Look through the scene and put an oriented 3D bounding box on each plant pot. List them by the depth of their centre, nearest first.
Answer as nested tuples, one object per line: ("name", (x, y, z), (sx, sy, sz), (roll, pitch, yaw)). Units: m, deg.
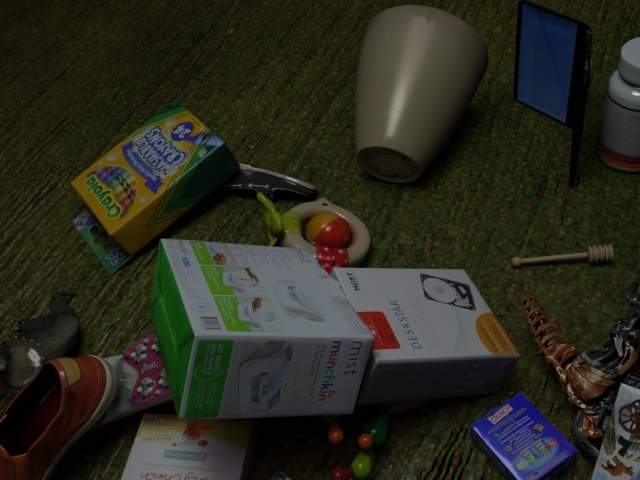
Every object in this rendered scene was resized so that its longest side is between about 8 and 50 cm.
("plant pot", (0.169, -0.259, 1.314), (0.256, 0.256, 0.274), (10, 67, 20))

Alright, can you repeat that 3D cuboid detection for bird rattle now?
("bird rattle", (0.000, 0.000, 1.172), (0.253, 0.143, 0.207), (31, 44, 30))

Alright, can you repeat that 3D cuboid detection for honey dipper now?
("honey dipper", (0.398, 0.029, 1.123), (0.161, 0.030, 0.030), (-7, 47, 9))

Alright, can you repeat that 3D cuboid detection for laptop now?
("laptop", (0.418, -0.276, 1.261), (0.137, 0.234, 0.264), (6, 49, 18))

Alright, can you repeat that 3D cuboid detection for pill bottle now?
("pill bottle", (0.566, -0.238, 1.202), (0.121, 0.221, 0.121), (-6, 47, 6))

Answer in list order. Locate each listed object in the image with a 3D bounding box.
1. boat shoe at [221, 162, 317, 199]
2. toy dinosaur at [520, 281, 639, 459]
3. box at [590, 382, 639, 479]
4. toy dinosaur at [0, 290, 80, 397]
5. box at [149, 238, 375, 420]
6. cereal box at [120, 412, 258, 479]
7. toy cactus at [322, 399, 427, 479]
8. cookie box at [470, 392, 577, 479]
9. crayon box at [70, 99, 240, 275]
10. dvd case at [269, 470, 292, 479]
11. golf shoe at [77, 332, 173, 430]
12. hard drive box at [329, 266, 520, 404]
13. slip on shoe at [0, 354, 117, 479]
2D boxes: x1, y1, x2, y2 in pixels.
("boat shoe", (-0.105, -0.107, 1.347), (0.206, 0.075, 0.065), (15, 95, 17))
("toy dinosaur", (0.402, 0.177, 0.912), (0.218, 0.164, 0.322), (-41, 73, -4))
("box", (0.395, 0.304, 0.786), (0.159, 0.044, 0.233), (17, 81, 26))
("toy dinosaur", (-0.464, 0.174, 1.107), (0.160, 0.121, 0.313), (-7, 11, 20))
("box", (-0.090, 0.106, 0.910), (0.231, 0.126, 0.262), (5, 22, -25))
("cereal box", (-0.193, 0.357, 0.925), (0.173, 0.047, 0.240), (1, 48, 11))
("toy cactus", (0.063, 0.235, 0.970), (0.181, 0.112, 0.219), (-2, 42, -16))
("cookie box", (0.271, 0.273, 0.913), (0.092, 0.040, 0.107), (-28, 49, -14))
("crayon box", (-0.343, -0.111, 1.323), (0.323, 0.083, 0.203), (-42, 52, -8))
("dvd case", (-0.014, 0.417, 0.815), (0.239, 0.029, 0.179), (31, 55, 22))
("golf shoe", (-0.290, 0.224, 1.040), (0.306, 0.140, 0.115), (-17, 70, 24))
("hard drive box", (0.135, 0.131, 0.976), (0.232, 0.089, 0.181), (1, 41, -25))
("slip on shoe", (-0.422, 0.290, 0.942), (0.331, 0.101, 0.123), (-50, 56, 3))
